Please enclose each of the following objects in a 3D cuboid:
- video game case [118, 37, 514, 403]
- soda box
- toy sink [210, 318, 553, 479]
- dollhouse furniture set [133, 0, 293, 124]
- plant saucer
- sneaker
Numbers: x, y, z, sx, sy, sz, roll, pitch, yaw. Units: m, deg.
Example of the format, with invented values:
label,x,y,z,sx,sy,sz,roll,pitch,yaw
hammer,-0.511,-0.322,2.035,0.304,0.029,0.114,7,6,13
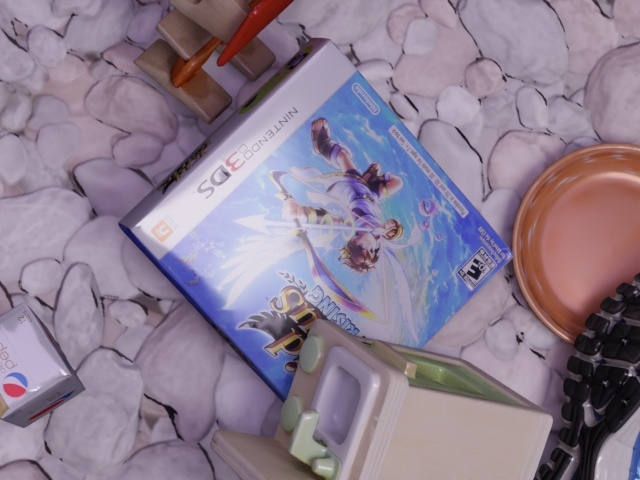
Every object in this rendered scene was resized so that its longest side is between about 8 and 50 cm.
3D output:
label,x,y,z,sx,sy,sz,roll,pitch,yaw
video game case,0.000,0.000,1.635,0.244,0.061,0.269,-44,106,-8
soda box,-0.251,0.109,1.561,0.069,0.216,0.074,-32,86,-8
toy sink,0.050,0.156,1.555,0.234,0.153,0.131,13,99,-29
dollhouse furniture set,-0.009,-0.241,1.625,0.135,0.262,0.259,41,50,0
plant saucer,0.273,0.010,1.708,0.200,0.037,0.200,1,81,-5
sneaker,0.293,0.173,1.645,0.147,0.130,0.330,20,96,-31
